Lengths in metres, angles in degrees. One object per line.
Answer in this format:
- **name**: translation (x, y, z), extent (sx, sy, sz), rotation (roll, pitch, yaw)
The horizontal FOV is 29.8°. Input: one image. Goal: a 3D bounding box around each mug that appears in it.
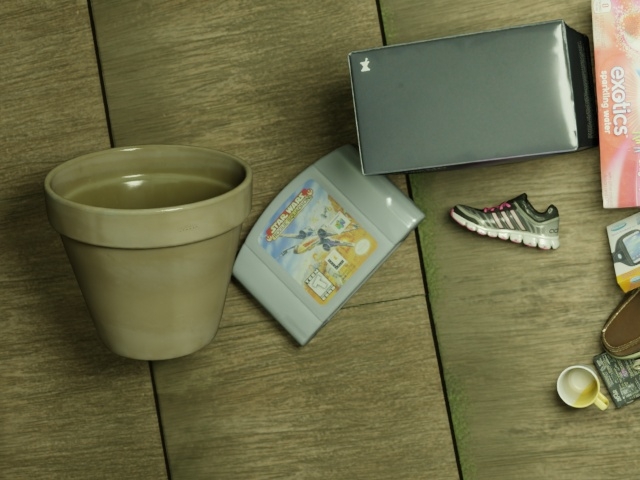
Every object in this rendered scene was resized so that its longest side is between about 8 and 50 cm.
- **mug**: translation (0.392, 0.220, 1.802), extent (0.062, 0.064, 0.078), rotation (-18, 90, 19)

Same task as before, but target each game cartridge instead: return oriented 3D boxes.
- **game cartridge**: translation (0.000, 0.000, 1.920), extent (0.198, 0.062, 0.297), rotation (43, 106, 6)

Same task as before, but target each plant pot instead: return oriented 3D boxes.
- **plant pot**: translation (-0.261, 0.025, 1.898), extent (0.323, 0.323, 0.280), rotation (6, 112, 18)

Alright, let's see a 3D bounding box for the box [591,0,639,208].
- **box**: translation (0.472, -0.198, 1.697), extent (0.154, 0.142, 0.299), rotation (-2, 94, 18)

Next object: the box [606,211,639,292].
- **box**: translation (0.460, 0.005, 1.731), extent (0.081, 0.136, 0.028), rotation (-26, 128, 24)

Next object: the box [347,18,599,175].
- **box**: translation (0.225, -0.195, 1.700), extent (0.296, 0.294, 0.182), rotation (-6, 93, 19)

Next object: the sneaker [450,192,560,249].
- **sneaker**: translation (0.284, -0.040, 1.817), extent (0.170, 0.063, 0.074), rotation (14, 99, 12)

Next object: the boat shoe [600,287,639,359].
- **boat shoe**: translation (0.499, 0.068, 1.726), extent (0.257, 0.095, 0.095), rotation (-44, 53, 12)

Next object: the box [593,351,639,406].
- **box**: translation (0.458, 0.199, 1.802), extent (0.067, 0.018, 0.083), rotation (-29, 85, 19)

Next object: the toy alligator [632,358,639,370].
- **toy alligator**: translation (0.547, 0.144, 1.755), extent (0.190, 0.056, 0.051), rotation (-17, 47, 22)
